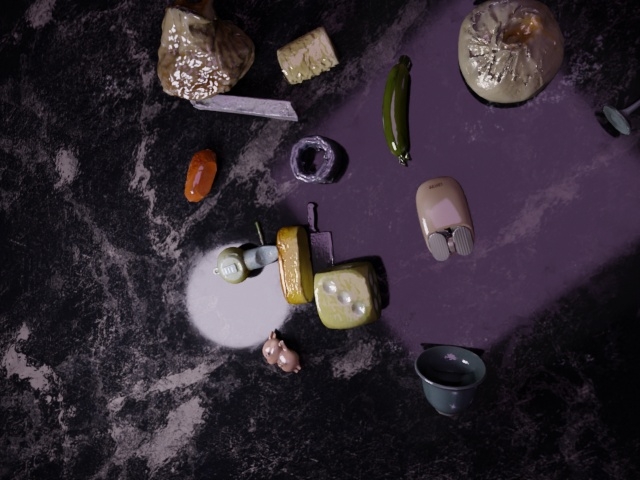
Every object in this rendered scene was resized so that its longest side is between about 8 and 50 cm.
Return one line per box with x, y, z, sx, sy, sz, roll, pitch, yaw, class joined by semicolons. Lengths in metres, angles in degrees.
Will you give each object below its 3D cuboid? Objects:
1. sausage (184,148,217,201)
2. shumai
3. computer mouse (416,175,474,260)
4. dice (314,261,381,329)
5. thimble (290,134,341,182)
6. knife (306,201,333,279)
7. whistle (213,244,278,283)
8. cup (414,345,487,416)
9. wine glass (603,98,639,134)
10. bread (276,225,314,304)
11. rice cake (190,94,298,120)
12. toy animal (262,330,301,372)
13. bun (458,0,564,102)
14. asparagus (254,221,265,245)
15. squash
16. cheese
-0.384;-0.207;1.691;0.089;0.089;0.180;18;97;13;sausage
-0.379;-0.573;1.539;0.313;0.262;0.267;-32;69;6;shumai
0.355;-0.065;1.503;0.145;0.082;0.237;-12;90;15;computer mouse
0.082;0.159;1.550;0.166;0.169;0.170;-11;92;16;dice
-0.012;-0.242;1.580;0.149;0.097;0.150;1;95;16;thimble
0.000;0.000;1.641;0.072;0.019;0.246;-5;97;14;knife
-0.235;0.064;1.672;0.222;0.123;0.123;-19;89;3;whistle
0.369;0.419;1.505;0.198;0.199;0.150;3;113;15;cup
0.833;-0.436;1.260;0.309;0.264;0.096;-38;48;15;wine glass
-0.083;0.078;1.625;0.094;0.102;0.246;-6;95;15;bread
-0.234;-0.420;1.638;0.364;0.072;0.056;9;94;15;rice cake
-0.125;0.368;1.679;0.150;0.089;0.083;39;83;12;toy animal
0.502;-0.509;1.391;0.286;0.146;0.288;2;98;14;bun
-0.191;-0.005;1.693;0.015;0.014;0.115;-15;90;50;asparagus
0.218;-0.376;1.520;0.071;0.080;0.319;5;96;53;squash
-0.038;-0.547;1.562;0.167;0.094;0.123;-21;87;16;cheese
